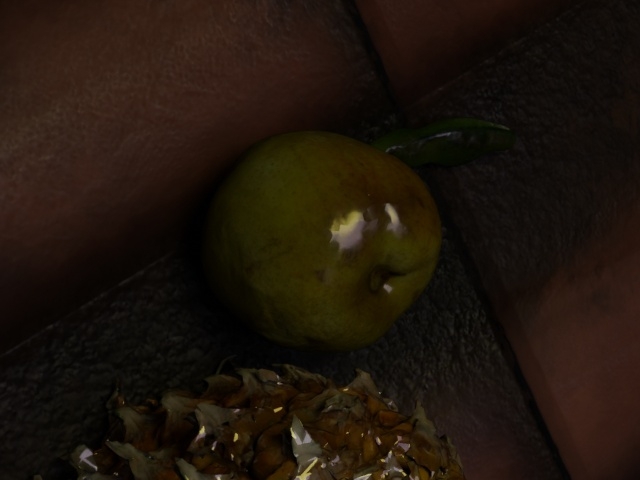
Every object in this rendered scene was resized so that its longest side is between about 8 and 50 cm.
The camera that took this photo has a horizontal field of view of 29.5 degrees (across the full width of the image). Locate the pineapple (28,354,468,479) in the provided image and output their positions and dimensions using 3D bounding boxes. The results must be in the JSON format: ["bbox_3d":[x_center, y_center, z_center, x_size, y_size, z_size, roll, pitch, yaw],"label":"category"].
[{"bbox_3d":[-0.038,0.253,0.913,0.352,0.300,0.352,4,81,-28],"label":"pineapple"}]

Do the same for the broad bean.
[{"bbox_3d":[0.099,-0.084,1.143,0.195,0.046,0.061,-26,113,-24],"label":"broad bean"}]

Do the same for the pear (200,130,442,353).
[{"bbox_3d":[0.000,0.000,1.000,0.200,0.200,0.200,1,88,-31],"label":"pear"}]
